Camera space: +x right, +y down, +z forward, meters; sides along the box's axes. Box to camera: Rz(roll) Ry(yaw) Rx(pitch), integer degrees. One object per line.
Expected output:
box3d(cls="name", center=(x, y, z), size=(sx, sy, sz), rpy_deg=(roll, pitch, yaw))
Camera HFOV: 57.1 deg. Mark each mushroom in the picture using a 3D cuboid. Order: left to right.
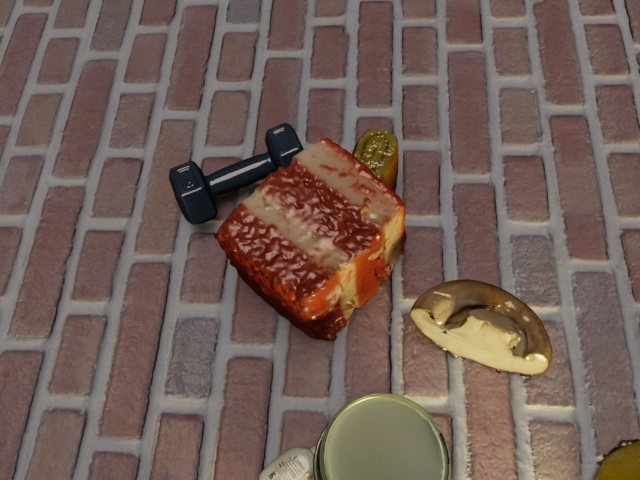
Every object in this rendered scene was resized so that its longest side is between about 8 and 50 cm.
box3d(cls="mushroom", center=(0.327, 0.151, 1.181), size=(0.286, 0.156, 0.151), rpy_deg=(23, 56, 3))

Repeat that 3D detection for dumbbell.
box3d(cls="dumbbell", center=(-0.187, -0.153, 1.372), size=(0.316, 0.156, 0.143), rpy_deg=(-23, 94, -6))

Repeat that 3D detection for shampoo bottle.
box3d(cls="shampoo bottle", center=(-0.041, 0.430, 1.130), size=(0.152, 0.045, 0.077), rpy_deg=(-40, 67, -11))

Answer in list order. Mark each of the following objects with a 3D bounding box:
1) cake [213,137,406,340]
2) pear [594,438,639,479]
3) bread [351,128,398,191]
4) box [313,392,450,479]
box3d(cls="cake", center=(0.000, 0.000, 1.208), size=(0.270, 0.269, 0.319), rpy_deg=(39, 75, 21))
box3d(cls="pear", center=(0.601, 0.464, 0.985), size=(0.267, 0.178, 0.267), rpy_deg=(0, 67, 1))
box3d(cls="bread", center=(0.123, -0.155, 1.325), size=(0.103, 0.172, 0.132), rpy_deg=(16, 68, 15))
box3d(cls="box", center=(0.105, 0.397, 1.054), size=(0.226, 0.149, 0.226), rpy_deg=(2, 64, -5))
